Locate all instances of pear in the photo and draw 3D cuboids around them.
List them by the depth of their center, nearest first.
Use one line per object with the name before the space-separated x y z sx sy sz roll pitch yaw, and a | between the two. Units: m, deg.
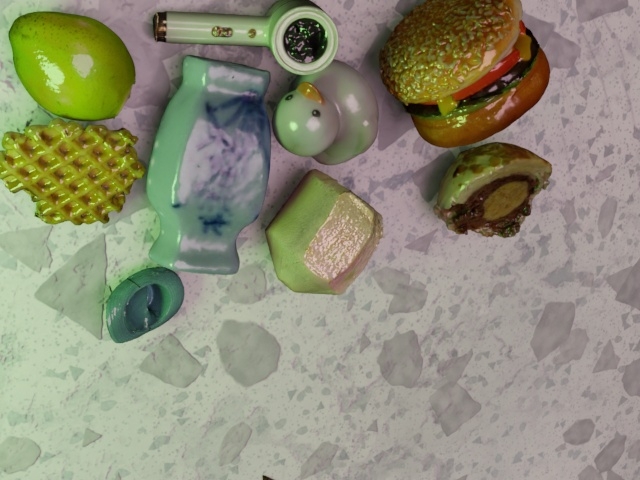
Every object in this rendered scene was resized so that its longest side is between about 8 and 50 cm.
pear | -0.443 -0.311 1.512 0.220 0.187 0.187 22 97 -30

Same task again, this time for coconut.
coconut | 0.000 0.000 1.815 0.233 0.233 0.245 33 91 -32

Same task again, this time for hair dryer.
hair dryer | -0.157 -0.398 1.635 0.362 0.203 0.128 0 112 -9

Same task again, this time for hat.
hat | -0.374 0.127 1.766 0.191 0.078 0.138 -30 129 -35

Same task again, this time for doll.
doll | -0.002 -0.236 1.718 0.221 0.221 0.251 -29 151 -15

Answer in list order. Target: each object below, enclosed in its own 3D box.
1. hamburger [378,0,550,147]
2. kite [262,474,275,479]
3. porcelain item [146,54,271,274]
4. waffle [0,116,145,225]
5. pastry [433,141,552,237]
hamburger | 0.293 -0.369 1.775 0.330 0.330 0.250 -39 120 -9
kite | -0.123 0.652 2.118 0.160 0.010 0.182 -11 113 -23
porcelain item | -0.216 -0.147 1.682 0.243 0.178 0.405 5 102 -27
waffle | -0.464 -0.119 1.584 0.291 0.051 0.291 -14 142 -11
pastry | 0.388 -0.138 1.990 0.256 0.170 0.236 4 130 -28
